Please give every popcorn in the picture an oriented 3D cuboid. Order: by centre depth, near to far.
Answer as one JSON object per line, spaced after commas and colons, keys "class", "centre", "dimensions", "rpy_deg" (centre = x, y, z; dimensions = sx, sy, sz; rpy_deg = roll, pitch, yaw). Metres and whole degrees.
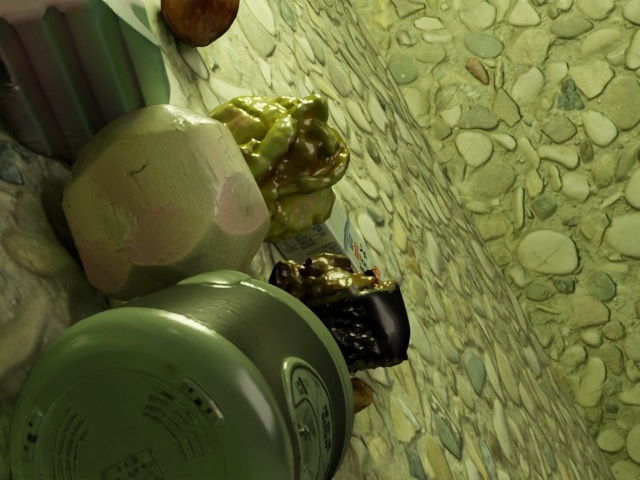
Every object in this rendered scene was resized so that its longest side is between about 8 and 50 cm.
{"class": "popcorn", "centre": [-0.086, -0.107, 1.461], "dimensions": [0.212, 0.259, 0.259], "rpy_deg": [-39, 104, -38]}

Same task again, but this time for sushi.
{"class": "sushi", "centre": [0.029, 0.117, 1.553], "dimensions": [0.200, 0.213, 0.204], "rpy_deg": [93, -13, -83]}

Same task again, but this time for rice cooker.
{"class": "rice cooker", "centre": [-0.118, 0.181, 0.926], "dimensions": [0.288, 0.288, 0.277], "rpy_deg": [64, 18, 3]}

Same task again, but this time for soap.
{"class": "soap", "centre": [-0.279, -0.197, 1.128], "dimensions": [0.324, 0.193, 0.109], "rpy_deg": [85, -14, -60]}

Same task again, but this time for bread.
{"class": "bread", "centre": [0.032, 0.252, 1.535], "dimensions": [0.053, 0.074, 0.132], "rpy_deg": [58, 14, 20]}

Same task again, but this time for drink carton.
{"class": "drink carton", "centre": [0.000, 0.000, 1.732], "dimensions": [0.315, 0.107, 0.130], "rpy_deg": [55, 22, -23]}

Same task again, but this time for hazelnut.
{"class": "hazelnut", "centre": [-0.210, -0.405, 1.695], "dimensions": [0.143, 0.143, 0.154], "rpy_deg": [64, 2, 3]}

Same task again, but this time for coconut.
{"class": "coconut", "centre": [-0.175, -0.024, 1.125], "dimensions": [0.227, 0.227, 0.230], "rpy_deg": [14, 51, -66]}
